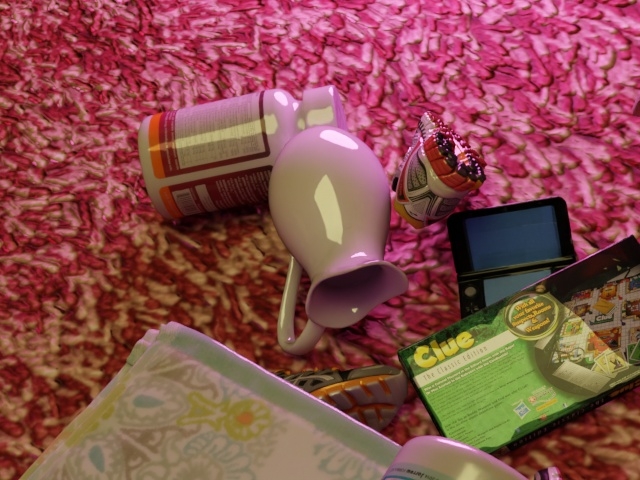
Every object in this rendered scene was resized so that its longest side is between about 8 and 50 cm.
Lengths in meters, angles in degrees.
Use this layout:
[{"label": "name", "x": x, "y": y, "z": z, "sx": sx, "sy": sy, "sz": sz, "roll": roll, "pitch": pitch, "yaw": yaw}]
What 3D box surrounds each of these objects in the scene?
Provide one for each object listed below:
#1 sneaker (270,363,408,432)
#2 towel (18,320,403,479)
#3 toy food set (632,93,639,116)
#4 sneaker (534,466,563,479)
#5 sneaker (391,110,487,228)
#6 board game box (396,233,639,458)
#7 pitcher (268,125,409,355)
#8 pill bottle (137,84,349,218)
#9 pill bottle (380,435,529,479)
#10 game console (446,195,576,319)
[{"label": "sneaker", "x": -0.021, "y": 0.157, "z": 1.363, "sx": 0.215, "sy": 0.084, "sz": 0.083, "roll": -17, "pitch": 42, "yaw": 4}, {"label": "towel", "x": -0.102, "y": 0.260, "z": 1.206, "sx": 0.374, "sy": 0.090, "sz": 0.320, "roll": 25, "pitch": 64, "yaw": 34}, {"label": "toy food set", "x": 0.424, "y": -0.021, "z": 1.367, "sx": 0.220, "sy": 0.092, "sz": 0.306, "roll": 3, "pitch": 52, "yaw": 1}, {"label": "sneaker", "x": 0.181, "y": 0.267, "z": 1.212, "sx": 0.075, "sy": 0.063, "sz": 0.170, "roll": -12, "pitch": 42, "yaw": 20}, {"label": "sneaker", "x": 0.111, "y": -0.071, "z": 1.461, "sx": 0.088, "sy": 0.225, "sz": 0.093, "roll": 43, "pitch": 104, "yaw": -1}, {"label": "board game box", "x": 0.218, "y": 0.106, "z": 1.343, "sx": 0.259, "sy": 0.030, "sz": 0.136, "roll": -25, "pitch": 64, "yaw": -5}, {"label": "pitcher", "x": 0.000, "y": 0.000, "z": 1.452, "sx": 0.178, "sy": 0.125, "sz": 0.207, "roll": -43, "pitch": 42, "yaw": 32}, {"label": "pill bottle", "x": -0.082, "y": -0.101, "z": 1.574, "sx": 0.221, "sy": 0.121, "sz": 0.121, "roll": -11, "pitch": 48, "yaw": 8}, {"label": "pill bottle", "x": 0.061, "y": 0.285, "z": 1.026, "sx": 0.146, "sy": 0.146, "sz": 0.264, "roll": 21, "pitch": 65, "yaw": 32}, {"label": "game console", "x": 0.193, "y": 0.025, "z": 1.410, "sx": 0.122, "sy": 0.071, "sz": 0.107, "roll": -10, "pitch": 48, "yaw": 11}]
